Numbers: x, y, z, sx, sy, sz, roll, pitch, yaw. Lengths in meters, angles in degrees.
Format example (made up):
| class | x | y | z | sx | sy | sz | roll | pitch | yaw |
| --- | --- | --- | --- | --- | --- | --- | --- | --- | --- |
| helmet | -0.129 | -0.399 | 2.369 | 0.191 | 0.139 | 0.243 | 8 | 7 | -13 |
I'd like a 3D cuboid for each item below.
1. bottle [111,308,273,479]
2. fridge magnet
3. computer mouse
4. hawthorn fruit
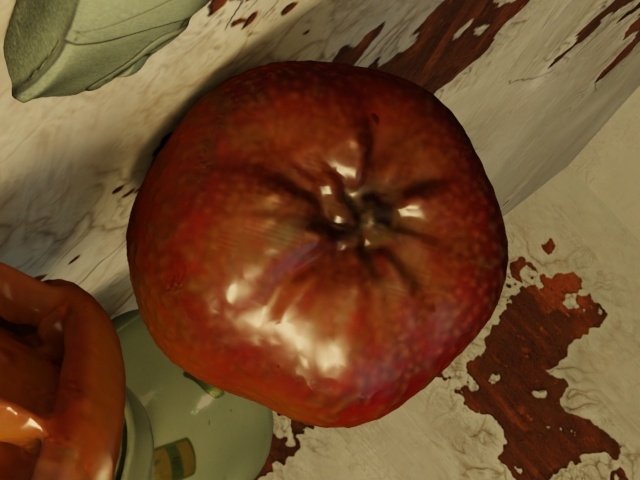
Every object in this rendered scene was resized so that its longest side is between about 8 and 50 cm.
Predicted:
| class | x | y | z | sx | sy | sz | roll | pitch | yaw |
| --- | --- | --- | --- | --- | --- | --- | --- | --- | --- |
| bottle | -0.208 | 0.201 | 1.127 | 0.229 | 0.229 | 0.351 | -47 | 174 | 30 |
| fridge magnet | -0.247 | 0.178 | 0.791 | 0.363 | 0.155 | 0.363 | -42 | -151 | 29 |
| computer mouse | -0.086 | -0.126 | 0.636 | 0.113 | 0.068 | 0.229 | -32 | 167 | -36 |
| hawthorn fruit | 0.000 | 0.000 | 0.984 | 0.275 | 0.275 | 0.299 | -42 | 180 | 5 |
